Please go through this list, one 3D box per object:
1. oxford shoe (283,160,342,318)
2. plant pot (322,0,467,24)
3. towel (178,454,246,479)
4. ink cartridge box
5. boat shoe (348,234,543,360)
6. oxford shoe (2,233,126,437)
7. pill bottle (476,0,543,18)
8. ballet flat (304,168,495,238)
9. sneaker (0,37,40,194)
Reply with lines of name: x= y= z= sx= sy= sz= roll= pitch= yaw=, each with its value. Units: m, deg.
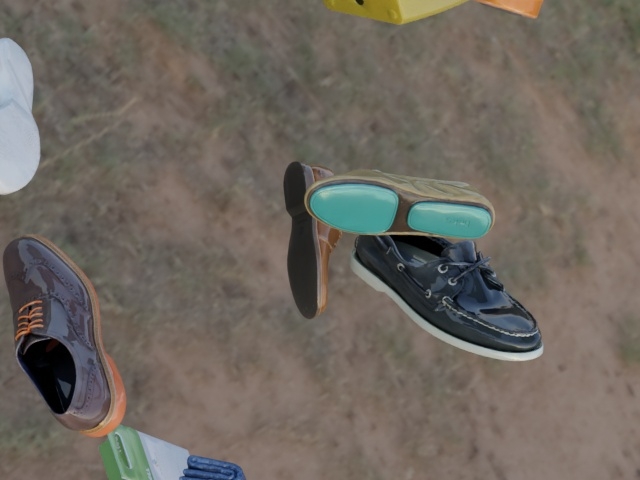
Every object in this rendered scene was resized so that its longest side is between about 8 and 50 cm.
oxford shoe: x=0.000 y=0.000 z=1.808 sx=0.076 sy=0.076 sz=0.212 roll=2 pitch=86 yaw=-36
plant pot: x=0.096 y=-0.402 z=1.758 sx=0.187 sy=0.212 sz=0.212 roll=-43 pitch=134 yaw=-29
towel: x=-0.104 y=0.263 z=1.383 sx=0.119 sy=0.067 sz=0.029 roll=81 pitch=20 yaw=-55
ink cartridge box: x=-0.262 y=0.344 z=1.972 sx=0.209 sy=0.062 sz=0.109 roll=35 pitch=24 yaw=-51
boat shoe: x=0.169 y=0.043 z=1.780 sx=0.127 sy=0.113 sz=0.340 roll=-6 pitch=28 yaw=-34
oxford shoe: x=-0.310 y=0.096 z=1.542 sx=0.271 sy=0.097 sz=0.098 roll=58 pitch=12 yaw=26
pill bottle: x=0.241 y=-0.379 z=1.516 sx=0.130 sy=0.246 sz=0.130 roll=17 pitch=11 yaw=-3
ballet flat: x=0.088 y=-0.045 z=1.555 sx=0.232 sy=0.080 sz=0.073 roll=9 pitch=34 yaw=-17
sneaker: x=-0.368 y=-0.124 z=1.477 sx=0.080 sy=0.094 sz=0.212 roll=50 pitch=24 yaw=-46
